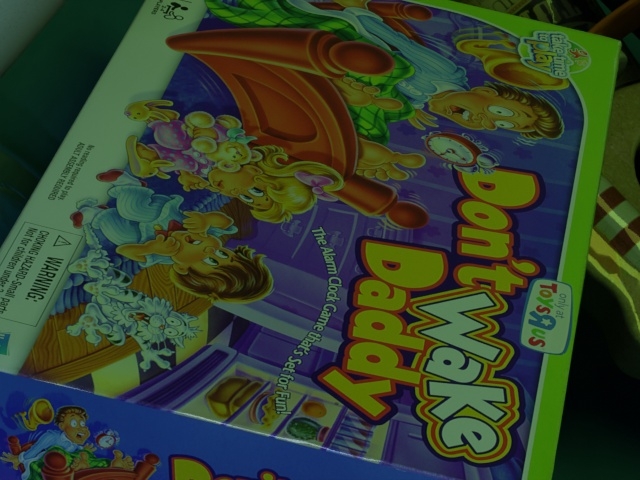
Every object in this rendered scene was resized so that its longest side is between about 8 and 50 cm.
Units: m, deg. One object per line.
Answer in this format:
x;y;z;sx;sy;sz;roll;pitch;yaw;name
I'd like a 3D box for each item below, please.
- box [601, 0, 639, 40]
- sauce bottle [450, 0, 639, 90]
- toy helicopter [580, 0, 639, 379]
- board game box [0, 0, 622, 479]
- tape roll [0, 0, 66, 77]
0.363;-0.196;1.201;0.294;0.183;0.296;45;67;-8;box
0.162;-0.077;1.218;0.111;0.111;0.344;-11;64;-54;sauce bottle
0.129;-0.030;1.056;0.355;0.140;0.235;-4;62;-22;toy helicopter
0.000;0.000;0.859;0.233;0.078;0.347;13;37;4;board game box
-0.215;-0.163;0.812;0.246;0.169;0.246;31;34;-24;tape roll
